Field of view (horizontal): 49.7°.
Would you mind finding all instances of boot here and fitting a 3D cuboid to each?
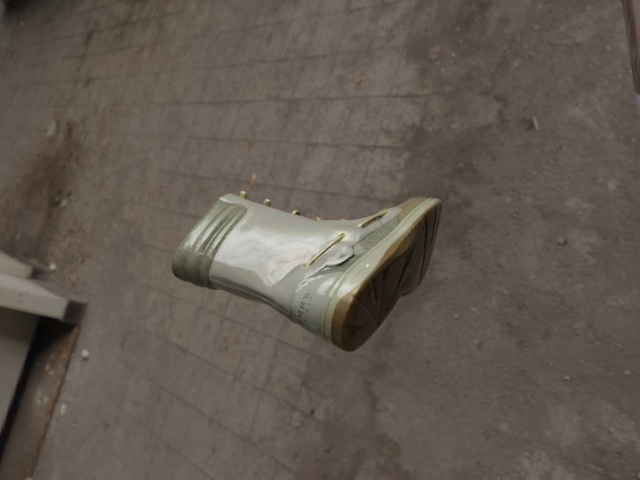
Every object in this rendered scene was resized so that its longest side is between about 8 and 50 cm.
[{"bbox_3d":[0.000,0.000,0.572,0.165,0.213,0.077,17,120,24],"label":"boot"}]

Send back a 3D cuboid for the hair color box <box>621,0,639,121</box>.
[{"bbox_3d":[0.268,-0.211,0.397,0.105,0.347,0.174,-4,77,10],"label":"hair color box"}]
